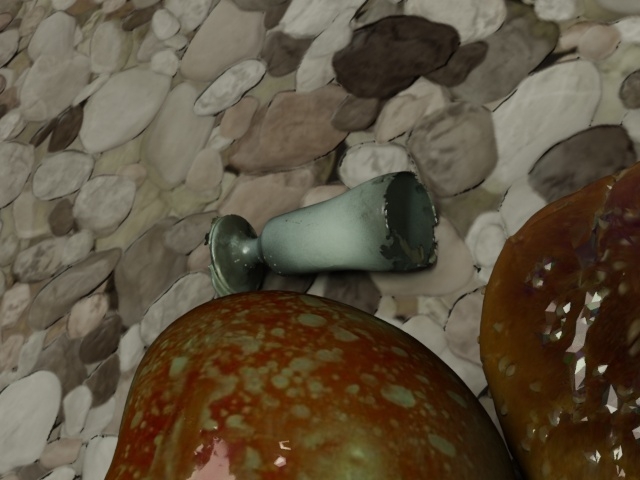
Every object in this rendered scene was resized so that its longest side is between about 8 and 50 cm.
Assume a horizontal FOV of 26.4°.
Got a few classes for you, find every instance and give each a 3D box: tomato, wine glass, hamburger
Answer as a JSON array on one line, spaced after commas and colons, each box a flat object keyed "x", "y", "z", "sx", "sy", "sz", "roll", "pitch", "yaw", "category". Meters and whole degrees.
[{"x": -0.005, "y": 0.166, "z": 0.715, "sx": 0.223, "sy": 0.270, "sz": 0.270, "roll": 13, "pitch": 66, "yaw": 9, "category": "tomato"}, {"x": 0.000, "y": 0.000, "z": 0.957, "sx": 0.155, "sy": 0.072, "sz": 0.072, "roll": -12, "pitch": 54, "yaw": 31, "category": "wine glass"}, {"x": 0.212, "y": 0.068, "z": 0.699, "sx": 0.286, "sy": 0.146, "sz": 0.243, "roll": 17, "pitch": 79, "yaw": 42, "category": "hamburger"}]
